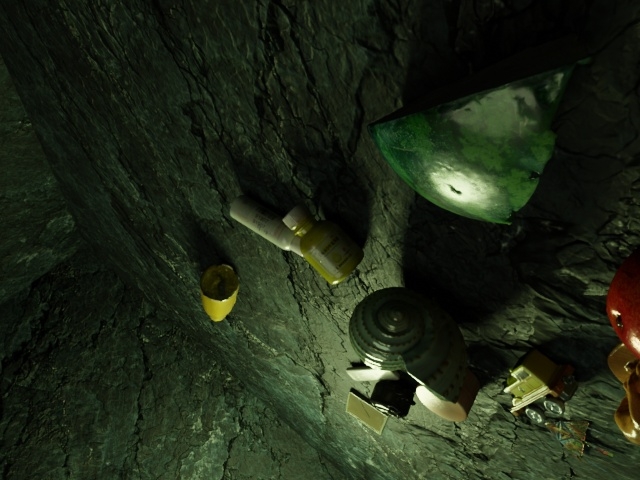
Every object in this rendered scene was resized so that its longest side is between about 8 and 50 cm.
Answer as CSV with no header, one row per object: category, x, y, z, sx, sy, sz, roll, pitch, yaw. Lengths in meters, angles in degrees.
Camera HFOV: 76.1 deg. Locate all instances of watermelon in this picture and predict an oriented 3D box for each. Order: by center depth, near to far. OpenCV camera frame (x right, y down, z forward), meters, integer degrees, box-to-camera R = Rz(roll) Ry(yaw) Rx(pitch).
watermelon,0.217,-0.113,0.561,0.319,0.292,0.222,-13,114,42

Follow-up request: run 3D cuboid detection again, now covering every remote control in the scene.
remote control,0.185,0.476,1.475,0.067,0.029,0.261,47,145,-9

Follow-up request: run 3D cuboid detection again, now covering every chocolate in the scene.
chocolate,-0.448,0.247,1.790,0.162,0.162,0.445,40,151,5

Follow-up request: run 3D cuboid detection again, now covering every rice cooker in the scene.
rice cooker,0.246,0.547,1.412,0.112,0.106,0.165,39,157,-20

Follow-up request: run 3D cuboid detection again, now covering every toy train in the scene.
toy train,0.492,0.332,0.936,0.127,0.089,0.219,42,149,21

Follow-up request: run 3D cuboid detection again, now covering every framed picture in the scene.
framed picture,0.196,0.748,1.770,0.189,0.023,0.260,28,144,22

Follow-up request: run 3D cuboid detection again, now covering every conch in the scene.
conch,0.230,0.245,1.004,0.303,0.215,0.319,31,177,28

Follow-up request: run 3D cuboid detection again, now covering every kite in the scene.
kite,0.646,0.498,1.025,0.160,0.010,0.183,16,135,40

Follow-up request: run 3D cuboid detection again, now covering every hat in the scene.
hat,0.589,0.302,0.661,0.244,0.233,0.233,14,138,39

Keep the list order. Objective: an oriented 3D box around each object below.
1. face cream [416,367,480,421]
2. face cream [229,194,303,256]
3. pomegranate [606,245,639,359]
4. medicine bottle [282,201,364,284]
face cream,0.359,0.418,1.152,0.149,0.104,0.149,28,144,23
face cream,-0.138,-0.040,1.184,0.269,0.082,0.082,30,145,18
pomegranate,0.522,0.085,0.522,0.257,0.221,0.221,1,134,12
medicine bottle,0.000,0.000,1.043,0.212,0.122,0.122,46,147,-4
